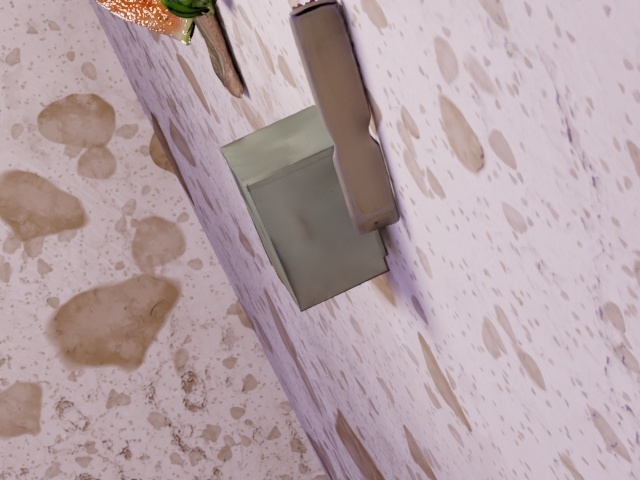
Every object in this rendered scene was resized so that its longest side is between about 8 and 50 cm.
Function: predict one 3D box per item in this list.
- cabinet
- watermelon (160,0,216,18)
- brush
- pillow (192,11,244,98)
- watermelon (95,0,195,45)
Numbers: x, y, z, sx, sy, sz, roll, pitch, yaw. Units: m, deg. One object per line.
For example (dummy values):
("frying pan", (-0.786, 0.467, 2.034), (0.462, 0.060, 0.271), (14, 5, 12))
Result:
("cabinet", (-0.015, -0.044, 1.516), (0.206, 0.150, 0.145), (68, 172, -30))
("watermelon", (-0.196, -0.382, 1.701), (0.109, 0.109, 0.109), (59, 169, 19))
("brush", (0.029, -0.143, 1.327), (0.050, 0.060, 0.321), (-111, 1, -53))
("pillow", (-0.183, -0.340, 1.902), (0.135, 0.034, 0.211), (47, 163, 50))
("watermelon", (-0.310, -0.433, 1.977), (0.245, 0.119, 0.063), (31, 166, 7))
